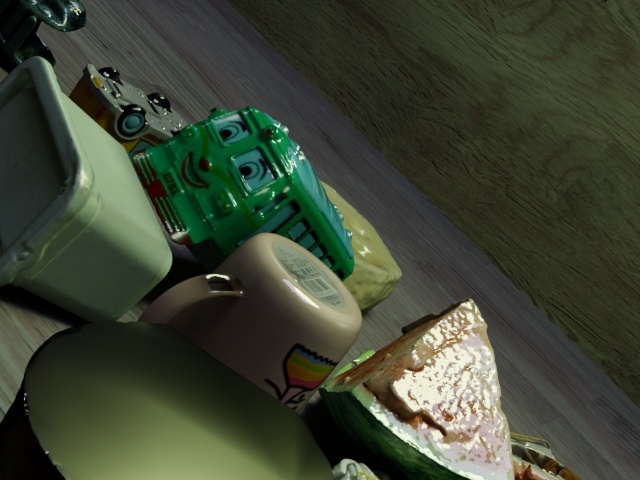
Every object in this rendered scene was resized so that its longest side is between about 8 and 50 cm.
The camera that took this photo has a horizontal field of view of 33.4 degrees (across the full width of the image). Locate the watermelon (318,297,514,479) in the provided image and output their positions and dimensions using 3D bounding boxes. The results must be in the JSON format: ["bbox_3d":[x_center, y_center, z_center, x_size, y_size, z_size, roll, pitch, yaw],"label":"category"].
[{"bbox_3d":[0.095,0.213,1.424,0.222,0.292,0.319,8,63,-22],"label":"watermelon"}]

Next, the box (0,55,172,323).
[{"bbox_3d":[-0.297,-0.048,1.238,0.182,0.175,0.312,39,12,-41],"label":"box"}]

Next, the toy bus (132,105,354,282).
[{"bbox_3d":[-0.085,-0.030,1.450,0.183,0.199,0.343,61,3,30],"label":"toy bus"}]

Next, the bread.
[{"bbox_3d":[0.282,0.358,1.585,0.212,0.142,0.224,35,8,40],"label":"bread"}]

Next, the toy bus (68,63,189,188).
[{"bbox_3d":[-0.290,-0.158,1.596,0.209,0.136,0.126,24,23,-49],"label":"toy bus"}]

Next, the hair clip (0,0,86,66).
[{"bbox_3d":[-0.519,-0.413,1.678,0.310,0.194,0.206,36,23,-24],"label":"hair clip"}]

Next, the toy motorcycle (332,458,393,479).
[{"bbox_3d":[0.053,0.321,1.224,0.151,0.074,0.228,32,19,-22],"label":"toy motorcycle"}]

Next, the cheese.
[{"bbox_3d":[0.000,0.000,1.910,0.318,0.115,0.326,42,15,3],"label":"cheese"}]

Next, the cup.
[{"bbox_3d":[-0.091,0.103,1.233,0.253,0.200,0.191,25,22,-45],"label":"cup"}]

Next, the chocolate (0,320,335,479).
[{"bbox_3d":[-0.145,0.217,0.815,0.284,0.186,0.283,32,26,-17],"label":"chocolate"}]
